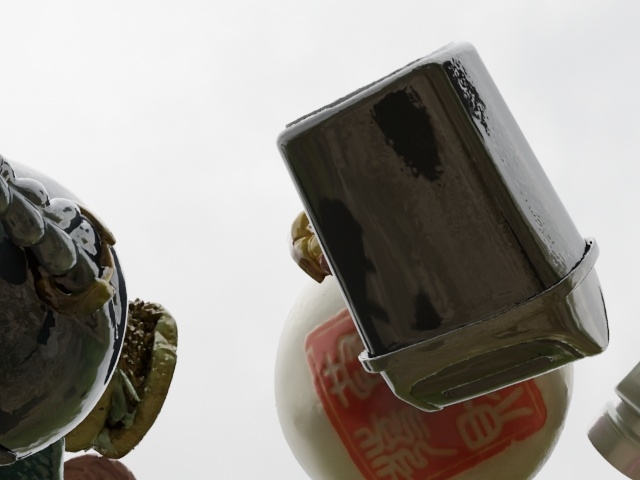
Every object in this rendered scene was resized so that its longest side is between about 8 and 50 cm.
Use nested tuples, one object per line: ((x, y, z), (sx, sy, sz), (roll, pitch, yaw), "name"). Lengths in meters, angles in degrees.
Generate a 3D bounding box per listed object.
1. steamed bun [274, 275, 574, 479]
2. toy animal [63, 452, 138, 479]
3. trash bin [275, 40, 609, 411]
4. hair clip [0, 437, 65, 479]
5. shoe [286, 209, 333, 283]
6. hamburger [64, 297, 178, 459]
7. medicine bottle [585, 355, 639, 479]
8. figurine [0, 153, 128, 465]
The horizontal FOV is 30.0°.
((0.120, 0.161, 1.448), (0.375, 0.241, 0.374), (-2, -101, 8), "steamed bun")
((-0.284, 0.342, 1.421), (0.195, 0.281, 0.169), (27, -117, -1), "toy animal")
((0.107, -0.006, 1.028), (0.209, 0.182, 0.290), (-25, -84, 30), "trash bin")
((-0.371, 0.303, 0.967), (0.392, 0.238, 0.318), (-2, -59, 33), "hair clip")
((-0.003, -0.002, 1.338), (0.072, 0.109, 0.069), (41, -83, -9), "shoe")
((-0.228, 0.133, 1.217), (0.113, 0.185, 0.177), (25, -93, -28), "hamburger")
((0.447, 0.151, 1.421), (0.161, 0.111, 0.296), (16, -62, -48), "medicine bottle")
((-0.196, 0.016, 0.523), (0.197, 0.265, 0.175), (19, -93, 14), "figurine")
